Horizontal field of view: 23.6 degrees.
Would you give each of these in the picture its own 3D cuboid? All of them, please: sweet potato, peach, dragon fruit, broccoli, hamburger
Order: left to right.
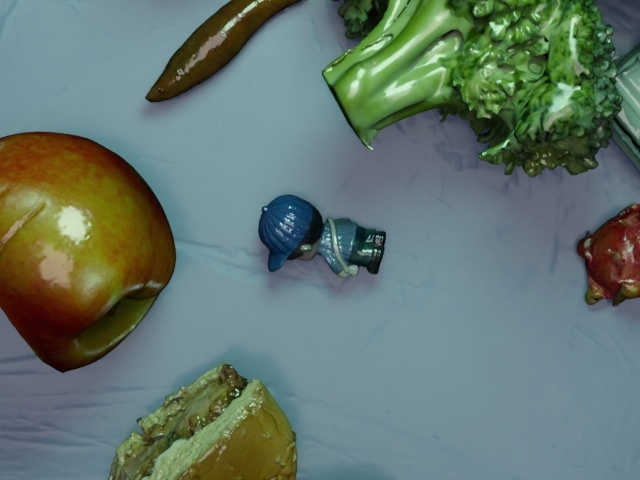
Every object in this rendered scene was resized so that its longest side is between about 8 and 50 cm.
[{"bbox_3d":[-0.301,-0.008,1.711,0.275,0.248,0.245,43,59,10],"label":"peach"},{"bbox_3d":[-0.143,0.282,1.763,0.245,0.155,0.282,-5,114,-18],"label":"hamburger"},{"bbox_3d":[-0.100,-0.247,1.770,0.264,0.057,0.057,-41,93,1],"label":"sweet potato"},{"bbox_3d":[0.155,-0.235,1.663,0.318,0.277,0.338,-2,91,-5],"label":"broccoli"},{"bbox_3d":[0.363,0.017,1.782,0.126,0.068,0.112,-16,92,1],"label":"dragon fruit"}]

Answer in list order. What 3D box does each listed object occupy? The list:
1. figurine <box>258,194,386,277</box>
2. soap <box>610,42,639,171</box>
[{"bbox_3d":[0.000,0.000,1.780,0.149,0.087,0.086,12,57,-1],"label":"figurine"},{"bbox_3d":[0.433,-0.120,1.762,0.150,0.094,0.261,-40,92,-2],"label":"soap"}]
